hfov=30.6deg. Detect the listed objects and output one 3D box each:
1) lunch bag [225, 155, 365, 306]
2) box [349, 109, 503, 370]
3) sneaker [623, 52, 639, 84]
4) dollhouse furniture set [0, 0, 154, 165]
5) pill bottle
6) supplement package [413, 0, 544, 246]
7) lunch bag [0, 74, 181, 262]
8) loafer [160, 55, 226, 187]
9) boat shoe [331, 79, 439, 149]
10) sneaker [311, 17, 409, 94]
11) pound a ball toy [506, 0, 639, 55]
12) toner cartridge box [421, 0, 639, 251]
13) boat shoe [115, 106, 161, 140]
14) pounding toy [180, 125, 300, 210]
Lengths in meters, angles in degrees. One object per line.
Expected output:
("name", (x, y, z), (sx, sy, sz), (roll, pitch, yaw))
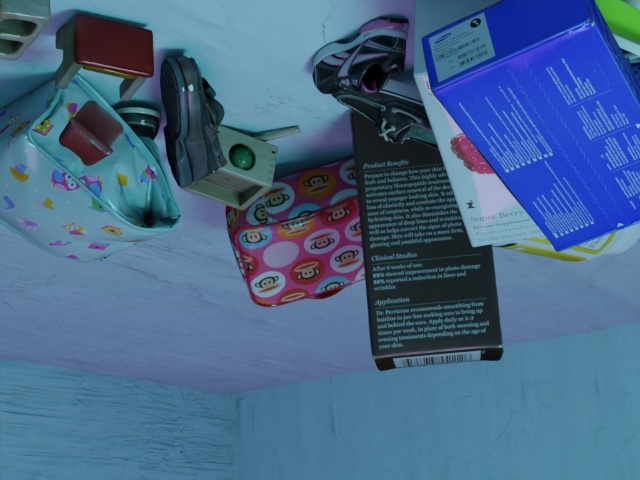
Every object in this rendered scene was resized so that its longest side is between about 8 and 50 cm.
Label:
("lunch bag", (0.000, 0.000, 1.976), (0.293, 0.120, 0.258), (-16, 137, -4))
("box", (0.155, -0.007, 1.740), (0.191, 0.381, 0.143), (-5, 166, 5))
("sneaker", (0.354, -0.200, 1.581), (0.316, 0.127, 0.182), (-7, 166, 16))
("dollhouse furniture set", (-0.354, -0.190, 1.307), (0.374, 0.201, 0.152), (7, 160, -31))
("pill bottle", (0.387, -0.065, 1.943), (0.334, 0.188, 0.188), (10, 158, -40))
("supplement package", (0.230, -0.161, 1.404), (0.178, 0.175, 0.293), (-10, 135, 16))
("lunch bag", (-0.344, -0.079, 1.639), (0.223, 0.160, 0.262), (-20, 128, 41))
("loafer", (-0.170, -0.171, 1.611), (0.084, 0.096, 0.267), (-17, 156, -15))
("boat shoe", (0.112, -0.172, 1.622), (0.219, 0.070, 0.078), (16, 166, 2))
("sneaker", (0.048, -0.221, 1.521), (0.072, 0.077, 0.178), (7, 161, -29))
("pound a ball toy", (0.290, -0.319, 1.187), (0.319, 0.208, 0.136), (14, -158, -28))
("toner cartridge box", (0.255, -0.119, 1.216), (0.165, 0.075, 0.348), (-21, 143, 22))
("boat shoe", (-0.289, -0.133, 1.740), (0.084, 0.079, 0.233), (5, 160, -24))
("pounding toy", (-0.124, -0.126, 1.805), (0.130, 0.100, 0.141), (19, 153, -22))
